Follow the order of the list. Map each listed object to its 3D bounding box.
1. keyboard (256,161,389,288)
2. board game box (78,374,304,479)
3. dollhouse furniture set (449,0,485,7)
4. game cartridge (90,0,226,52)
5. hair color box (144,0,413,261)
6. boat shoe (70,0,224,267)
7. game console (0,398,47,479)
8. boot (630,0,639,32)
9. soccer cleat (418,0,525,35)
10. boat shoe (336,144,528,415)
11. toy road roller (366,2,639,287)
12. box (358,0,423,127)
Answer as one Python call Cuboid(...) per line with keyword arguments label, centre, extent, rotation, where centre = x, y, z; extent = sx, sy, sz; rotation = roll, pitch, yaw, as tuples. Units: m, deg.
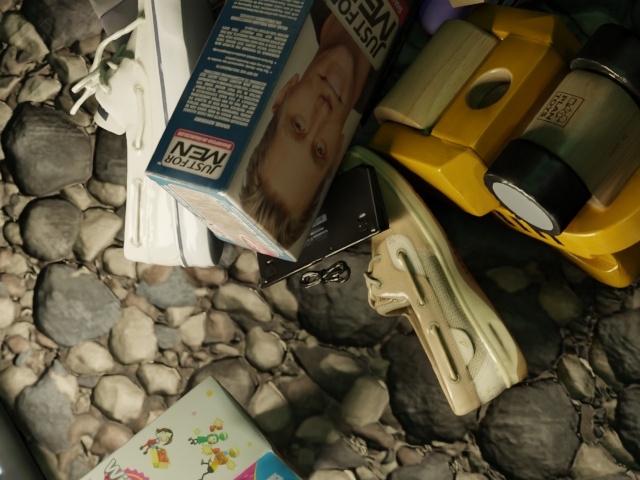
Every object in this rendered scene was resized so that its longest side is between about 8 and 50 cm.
Cuboid(label="keyboard", centre=(0.000, 0.000, 1.502), extent=(0.180, 0.023, 0.108), rotation=(-27, 64, 40))
Cuboid(label="board game box", centre=(-0.173, 0.278, 1.385), extent=(0.303, 0.224, 0.097), rotation=(-40, 72, -5))
Cuboid(label="dollhouse furniture set", centre=(0.214, -0.349, 1.499), extent=(0.161, 0.101, 0.182), rotation=(-4, 42, 39))
Cuboid(label="game cartridge", centre=(-0.109, -0.363, 1.615), extent=(0.355, 0.068, 0.230), rotation=(-33, 56, 7))
Cuboid(label="hair color box", centre=(-0.028, -0.173, 1.455), extent=(0.105, 0.174, 0.347), rotation=(17, 75, 30))
Cuboid(label="boat shoe", centre=(-0.192, -0.149, 1.512), extent=(0.156, 0.136, 0.367), rotation=(-1, 109, 8))
Cuboid(label="game console", centre=(-0.490, 0.250, 1.518), extent=(0.342, 0.060, 0.386), rotation=(-33, 73, -3))
Cuboid(label="boot", centre=(0.444, -0.122, 1.495), extent=(0.338, 0.118, 0.223), rotation=(26, 83, 18))
Cuboid(label="soccer cleat", centre=(0.221, -0.297, 1.579), extent=(0.248, 0.095, 0.083), rotation=(-20, 72, 0))
Cuboid(label="boat shoe", centre=(0.093, 0.038, 1.490), extent=(0.098, 0.109, 0.302), rotation=(-33, 78, -4))
Cuboid(label="toy road roller", centre=(0.234, -0.086, 1.488), extent=(0.202, 0.240, 0.329), rotation=(-52, 38, -10))
Cuboid(label="box", centre=(0.010, -0.263, 1.611), extent=(0.183, 0.059, 0.233), rotation=(21, 78, 15))
